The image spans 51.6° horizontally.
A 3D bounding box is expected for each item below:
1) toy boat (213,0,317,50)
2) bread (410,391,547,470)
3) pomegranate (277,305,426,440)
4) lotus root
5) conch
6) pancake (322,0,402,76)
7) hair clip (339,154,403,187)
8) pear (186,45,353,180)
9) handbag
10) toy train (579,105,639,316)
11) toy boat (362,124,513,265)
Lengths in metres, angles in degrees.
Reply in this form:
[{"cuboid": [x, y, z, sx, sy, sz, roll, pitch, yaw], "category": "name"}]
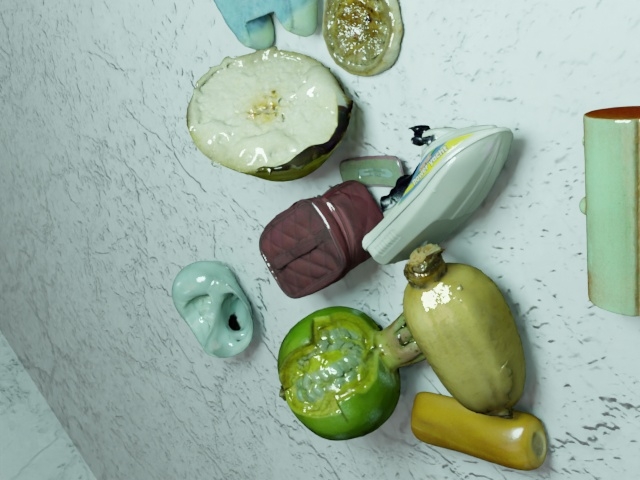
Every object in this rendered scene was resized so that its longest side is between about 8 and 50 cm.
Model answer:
[{"cuboid": [-0.100, -0.471, 1.030, 0.215, 0.123, 0.330, 2, 122, 53], "category": "toy boat"}, {"cuboid": [0.246, 0.312, 1.084, 0.239, 0.074, 0.092, 0, 115, 46], "category": "bread"}, {"cuboid": [0.069, 0.207, 1.132, 0.302, 0.236, 0.236, -30, 87, 15], "category": "pomegranate"}, {"cuboid": [0.212, 0.133, 0.977, 0.146, 0.131, 0.303, -24, 108, 19], "category": "lotus root"}, {"cuboid": [-0.223, 0.143, 1.435, 0.185, 0.121, 0.221, -6, 112, 43], "category": "conch"}, {"cuboid": [0.058, -0.319, 0.988, 0.152, 0.025, 0.151, 24, 127, 36], "category": "pancake"}, {"cuboid": [0.086, -0.109, 1.069, 0.137, 0.022, 0.054, 4, 113, 48], "category": "hair clip"}, {"cuboid": [-0.071, -0.176, 1.089, 0.267, 0.267, 0.178, 40, 168, 24], "category": "pear"}, {"cuboid": [0.000, 0.000, 1.118, 0.225, 0.135, 0.146, -31, 88, 53], "category": "handbag"}, {"cuboid": [0.377, -0.029, 0.760, 0.177, 0.116, 0.285, 17, 123, 53], "category": "toy train"}, {"cuboid": [0.159, -0.078, 0.936, 0.141, 0.141, 0.269, 43, 133, 22], "category": "toy boat"}]
